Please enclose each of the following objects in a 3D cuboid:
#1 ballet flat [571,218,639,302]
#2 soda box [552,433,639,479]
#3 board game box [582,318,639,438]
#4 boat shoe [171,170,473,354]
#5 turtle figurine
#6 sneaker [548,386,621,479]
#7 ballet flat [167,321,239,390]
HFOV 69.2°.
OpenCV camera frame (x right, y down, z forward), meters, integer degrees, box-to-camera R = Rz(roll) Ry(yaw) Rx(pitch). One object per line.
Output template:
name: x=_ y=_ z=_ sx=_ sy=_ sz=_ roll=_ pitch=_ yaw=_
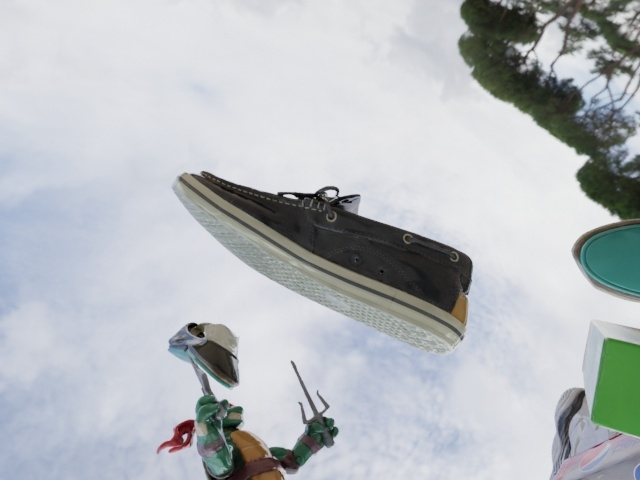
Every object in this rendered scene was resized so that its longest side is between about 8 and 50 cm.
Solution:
ballet flat: x=0.251 y=0.014 z=0.295 sx=0.168 sy=0.057 sz=0.052 roll=0 pitch=178 yaw=18
soda box: x=0.448 y=0.324 z=0.642 sx=0.083 sy=0.263 sz=0.092 roll=-28 pitch=-115 yaw=-40
board game box: x=0.387 y=0.135 z=0.357 sx=0.317 sy=0.064 sz=0.242 roll=10 pitch=180 yaw=28
boat shoe: x=0.000 y=0.000 z=0.719 sx=0.501 sy=0.186 sz=0.155 roll=24 pitch=-109 yaw=13
turtle figurine: x=-0.049 y=0.209 z=0.428 sx=0.175 sy=0.118 sz=0.234 roll=17 pitch=-156 yaw=-50
sneaker: x=0.588 y=0.498 z=0.940 sx=0.138 sy=0.210 sz=0.365 roll=11 pitch=-102 yaw=-16
ballet flat: x=-0.222 y=0.207 z=0.911 sx=0.095 sy=0.281 sz=0.096 roll=47 pitch=-115 yaw=-29
